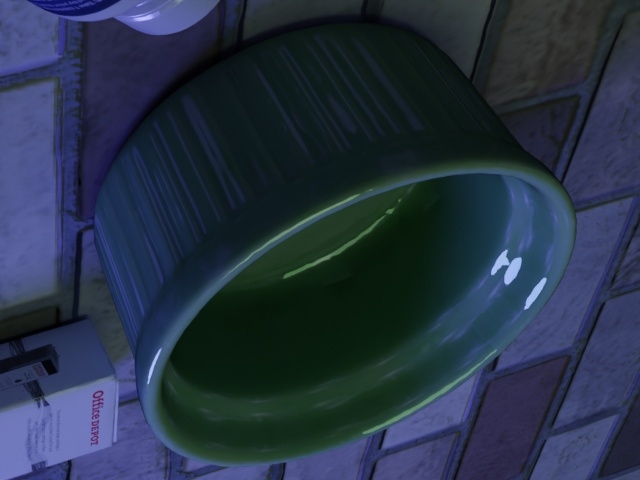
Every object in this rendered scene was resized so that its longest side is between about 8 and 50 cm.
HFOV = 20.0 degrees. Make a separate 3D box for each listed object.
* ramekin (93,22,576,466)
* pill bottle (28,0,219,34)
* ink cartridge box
[{"bbox_3d":[0.000,0.000,1.186,0.303,0.148,0.303,-21,148,-14],"label":"ramekin"},{"bbox_3d":[-0.124,-0.169,0.874,0.112,0.112,0.187,-39,147,17],"label":"pill bottle"},{"bbox_3d":[-0.215,0.119,1.277,0.135,0.056,0.099,-16,147,-19],"label":"ink cartridge box"}]
